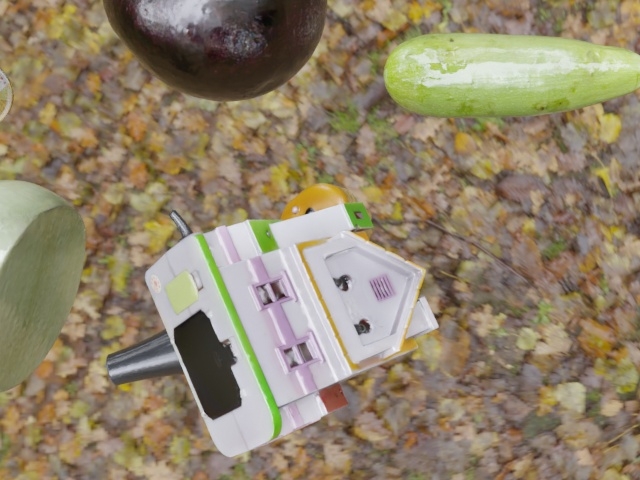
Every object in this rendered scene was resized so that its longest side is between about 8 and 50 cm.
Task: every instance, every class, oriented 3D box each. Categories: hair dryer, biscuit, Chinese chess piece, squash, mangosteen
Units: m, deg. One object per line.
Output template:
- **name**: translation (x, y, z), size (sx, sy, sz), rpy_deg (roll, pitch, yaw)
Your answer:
- **hair dryer**: translation (-0.200, 0.074, 1.469), size (0.236, 0.091, 0.271), rpy_deg (-17, 55, 4)
- **biscuit**: translation (-0.003, -0.001, 1.425), size (0.170, 0.050, 0.170), rpy_deg (-17, 64, 41)
- **Chinese chess piece**: translation (-0.372, 0.052, 1.200), size (0.101, 0.250, 0.250), rpy_deg (20, 89, 11)
- **squash**: translation (0.270, -0.220, 1.393), size (0.371, 0.118, 0.118), rpy_deg (3, 82, 8)
- **mangosteen**: translation (-0.157, -0.443, 1.699), size (0.382, 0.382, 0.435), rpy_deg (47, 130, 20)

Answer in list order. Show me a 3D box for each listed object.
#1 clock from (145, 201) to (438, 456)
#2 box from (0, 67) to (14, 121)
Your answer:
- **clock**: translation (-0.012, 0.086, 1.213), size (0.166, 0.310, 0.235), rpy_deg (-35, 76, 52)
- **box**: translation (-0.512, -0.219, 1.536), size (0.105, 0.105, 0.037), rpy_deg (-53, 27, 5)
